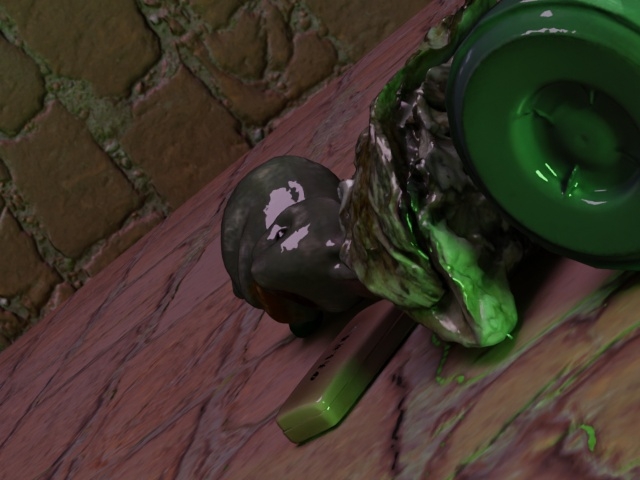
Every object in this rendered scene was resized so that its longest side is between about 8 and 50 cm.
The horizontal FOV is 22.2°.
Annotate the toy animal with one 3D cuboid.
[{"bbox_3d":[-0.010,0.001,1.158,0.108,0.138,0.236,-7,-1,-9],"label":"toy animal"}]

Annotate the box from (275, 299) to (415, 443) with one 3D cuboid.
[{"bbox_3d":[0.016,0.075,0.981,0.048,0.025,0.115,-34,11,46],"label":"box"}]

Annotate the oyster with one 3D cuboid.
[{"bbox_3d":[0.090,-0.047,0.961,0.158,0.162,0.351,-6,29,15],"label":"oyster"}]

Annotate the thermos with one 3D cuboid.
[{"bbox_3d":[0.179,-0.112,0.834,0.182,0.145,0.286,-23,16,45],"label":"thermos"}]
